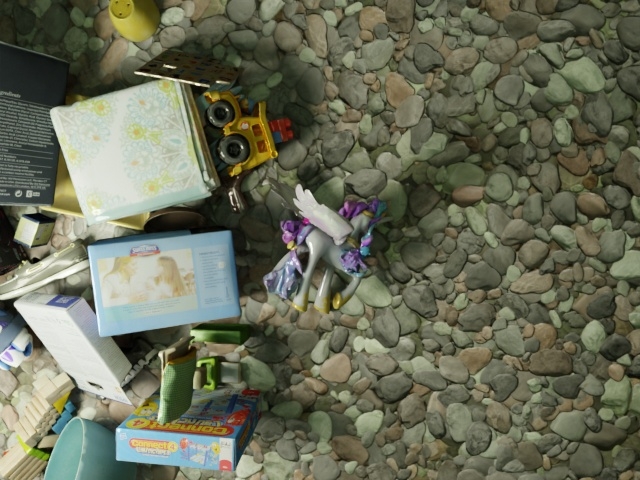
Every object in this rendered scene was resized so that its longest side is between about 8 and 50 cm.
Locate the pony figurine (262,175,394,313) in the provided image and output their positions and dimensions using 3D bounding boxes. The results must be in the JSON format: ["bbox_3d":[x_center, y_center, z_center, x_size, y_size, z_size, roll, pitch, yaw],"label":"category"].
[{"bbox_3d":[0.000,0.000,1.411,0.351,0.303,0.363,26,96,-30],"label":"pony figurine"}]

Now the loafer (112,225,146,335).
[{"bbox_3d":[-0.568,0.113,1.541,0.111,0.112,0.320,12,91,11],"label":"loafer"}]

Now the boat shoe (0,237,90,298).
[{"bbox_3d":[-0.809,0.087,1.559,0.305,0.109,0.091,-22,93,2],"label":"boat shoe"}]

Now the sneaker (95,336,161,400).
[{"bbox_3d":[-0.586,0.371,1.585,0.234,0.078,0.106,-41,88,5],"label":"sneaker"}]

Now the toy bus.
[{"bbox_3d":[-0.187,-0.302,1.419,0.211,0.149,0.220,-20,104,-11],"label":"toy bus"}]

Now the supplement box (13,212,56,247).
[{"bbox_3d":[-0.828,-0.030,1.556,0.056,0.083,0.083,24,97,3],"label":"supplement box"}]

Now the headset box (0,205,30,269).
[{"bbox_3d":[-0.978,0.005,1.470,0.110,0.293,0.218,-26,93,8],"label":"headset box"}]

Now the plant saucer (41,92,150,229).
[{"bbox_3d":[-0.607,-0.224,1.515,0.332,0.081,0.333,12,98,4],"label":"plant saucer"}]

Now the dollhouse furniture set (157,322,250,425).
[{"bbox_3d":[-0.302,0.350,1.437,0.151,0.301,0.198,2,94,8],"label":"dollhouse furniture set"}]

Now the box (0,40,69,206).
[{"bbox_3d":[-0.866,-0.310,1.419,0.293,0.212,0.396,15,99,28],"label":"box"}]

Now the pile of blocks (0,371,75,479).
[{"bbox_3d":[-0.845,0.549,1.623,0.112,0.149,0.362,30,92,34],"label":"pile of blocks"}]

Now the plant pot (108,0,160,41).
[{"bbox_3d":[-0.518,-0.619,1.453,0.134,0.095,0.134,1,96,6],"label":"plant pot"}]

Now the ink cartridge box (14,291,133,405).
[{"bbox_3d":[-0.665,0.292,1.484,0.324,0.071,0.330,-1,124,40],"label":"ink cartridge box"}]

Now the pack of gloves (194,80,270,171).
[{"bbox_3d":[-0.276,-0.322,1.499,0.232,0.046,0.195,-35,106,8],"label":"pack of gloves"}]

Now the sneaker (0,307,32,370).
[{"bbox_3d":[-0.928,0.258,1.483,0.236,0.323,0.130,37,81,8],"label":"sneaker"}]

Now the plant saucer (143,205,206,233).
[{"bbox_3d":[-0.403,-0.053,1.482,0.168,0.168,0.029,-15,69,7],"label":"plant saucer"}]

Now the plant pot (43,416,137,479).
[{"bbox_3d":[-0.651,0.676,1.547,0.195,0.290,0.290,25,100,-33],"label":"plant pot"}]

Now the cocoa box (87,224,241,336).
[{"bbox_3d":[-0.400,0.093,1.402,0.347,0.228,0.232,-7,96,-16],"label":"cocoa box"}]

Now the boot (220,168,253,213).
[{"bbox_3d":[-0.219,-0.137,1.507,0.106,0.037,0.114,-18,91,21],"label":"boot"}]

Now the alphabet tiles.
[{"bbox_3d":[-0.333,-0.452,1.412,0.237,0.198,0.009,12,126,4],"label":"alphabet tiles"}]

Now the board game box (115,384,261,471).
[{"bbox_3d":[-0.341,0.495,1.458,0.308,0.302,0.086,3,97,5],"label":"board game box"}]

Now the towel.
[{"bbox_3d":[-0.482,-0.233,1.416,0.374,0.090,0.321,-15,96,0],"label":"towel"}]
